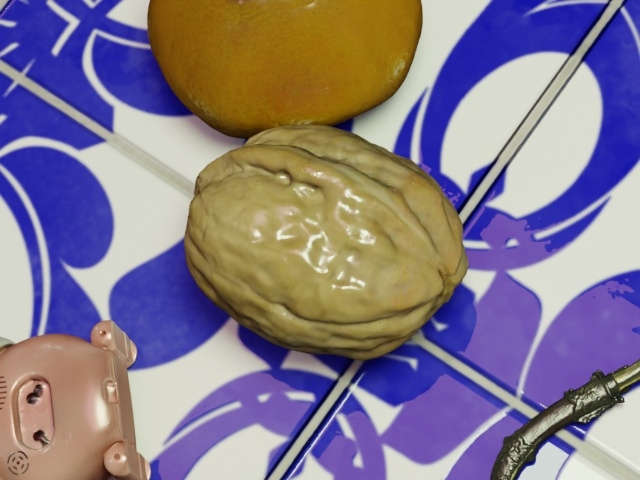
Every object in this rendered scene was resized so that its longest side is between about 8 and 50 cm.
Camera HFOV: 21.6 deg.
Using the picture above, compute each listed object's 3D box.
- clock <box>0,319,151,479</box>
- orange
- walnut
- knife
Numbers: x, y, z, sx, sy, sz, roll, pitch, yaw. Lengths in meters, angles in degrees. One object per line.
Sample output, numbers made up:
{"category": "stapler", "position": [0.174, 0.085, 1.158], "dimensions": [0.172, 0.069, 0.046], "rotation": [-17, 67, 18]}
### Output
{"category": "clock", "position": [-0.240, 0.152, 1.439], "dimensions": [0.162, 0.093, 0.166], "rotation": [-12, 70, 7]}
{"category": "orange", "position": [-0.028, -0.203, 1.483], "dimensions": [0.249, 0.183, 0.249], "rotation": [-3, 69, 8]}
{"category": "walnut", "position": [0.000, 0.000, 1.408], "dimensions": [0.245, 0.198, 0.198], "rotation": [25, 76, 14]}
{"category": "knife", "position": [0.223, 0.138, 1.416], "dimensions": [0.222, 0.021, 0.045], "rotation": [-41, 70, -3]}
